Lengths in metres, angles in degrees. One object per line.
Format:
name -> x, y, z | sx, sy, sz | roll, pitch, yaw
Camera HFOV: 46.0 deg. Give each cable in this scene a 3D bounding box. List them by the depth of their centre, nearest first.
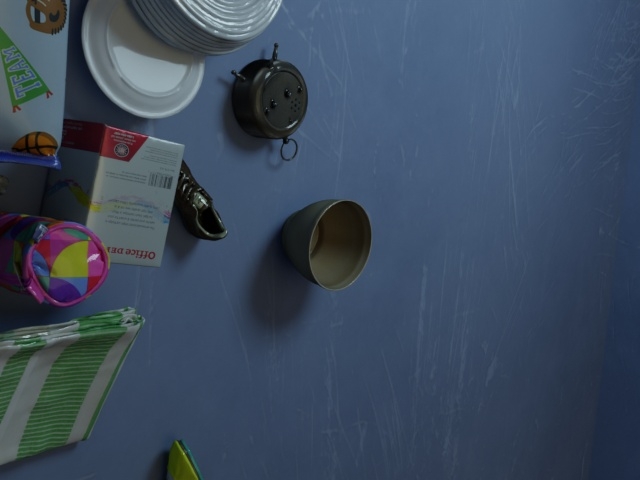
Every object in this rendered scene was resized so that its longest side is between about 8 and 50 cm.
cable -> -0.158, -0.391, 1.058 | 0.257, 0.089, 0.257 | 12, 77, -46

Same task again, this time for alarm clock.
alarm clock -> -0.072, -0.216, 1.254 | 0.129, 0.064, 0.192 | -42, 131, -31

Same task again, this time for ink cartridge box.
ink cartridge box -> -0.284, -0.062, 1.019 | 0.128, 0.127, 0.176 | 10, 92, -48

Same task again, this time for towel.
towel -> -0.384, 0.206, 0.954 | 0.325, 0.038, 0.247 | -7, 131, -59

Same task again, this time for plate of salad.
plate of salad -> -0.248, -0.270, 1.057 | 0.200, 0.048, 0.199 | -1, 91, -45

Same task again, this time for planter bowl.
planter bowl -> 0.000, 0.000, 1.347 | 0.162, 0.109, 0.162 | -14, 109, -43

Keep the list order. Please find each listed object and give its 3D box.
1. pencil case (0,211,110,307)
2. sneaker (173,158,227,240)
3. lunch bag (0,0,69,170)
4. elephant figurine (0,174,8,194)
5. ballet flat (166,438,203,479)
pencil case -> -0.345, 0.018, 0.897 | 0.104, 0.236, 0.104 | -4, 97, -40
sneaker -> -0.199, -0.075, 1.147 | 0.066, 0.071, 0.188 | -52, 133, -24
lunch bag -> -0.452, -0.241, 0.731 | 0.386, 0.239, 0.327 | 2, 99, -31
elephant figurine -> -0.482, -0.001, 0.784 | 0.239, 0.169, 0.186 | -19, 133, -50
ballet flat -> -0.218, 0.434, 1.264 | 0.077, 0.077, 0.231 | -31, 124, -18
